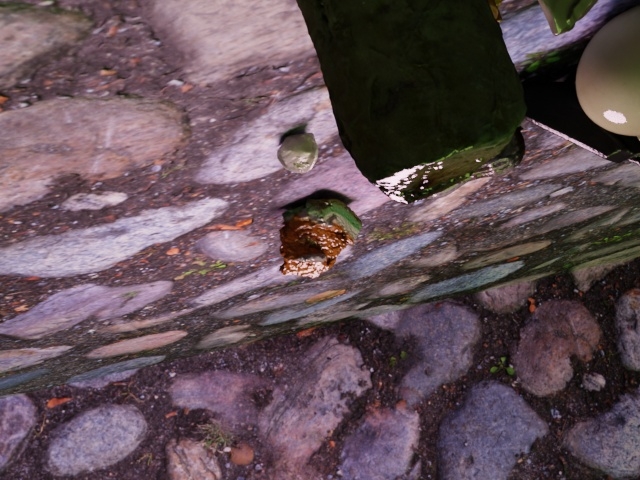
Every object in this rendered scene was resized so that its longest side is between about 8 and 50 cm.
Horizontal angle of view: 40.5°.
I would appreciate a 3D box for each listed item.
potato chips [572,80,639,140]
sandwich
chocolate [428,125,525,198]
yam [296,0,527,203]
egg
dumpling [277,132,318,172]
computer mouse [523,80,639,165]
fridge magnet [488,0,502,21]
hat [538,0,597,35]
[{"bbox_3d":[0.631,-0.280,1.546,0.389,0.097,0.373,-20,155,22],"label":"potato chips"},{"bbox_3d":[0.005,0.001,1.760,0.109,0.160,0.184,-4,166,36],"label":"sandwich"},{"bbox_3d":[0.262,-0.146,1.608,0.248,0.110,0.110,-17,165,11],"label":"chocolate"},{"bbox_3d":[0.093,-0.199,0.909,0.195,0.300,0.195,-17,175,-2],"label":"yam"},{"bbox_3d":[0.507,-0.263,1.295,0.253,0.189,0.188,-29,162,17],"label":"egg"},{"bbox_3d":[-0.037,-0.140,1.401,0.076,0.057,0.052,-20,165,10],"label":"dumpling"},{"bbox_3d":[0.423,-0.205,1.429,0.147,0.264,0.088,-23,143,-63],"label":"computer mouse"},{"bbox_3d":[0.166,-0.286,1.093,0.143,0.063,0.143,-17,168,-4],"label":"fridge magnet"},{"bbox_3d":[0.348,-0.359,1.036,0.214,0.149,0.245,-33,-165,28],"label":"hat"}]
